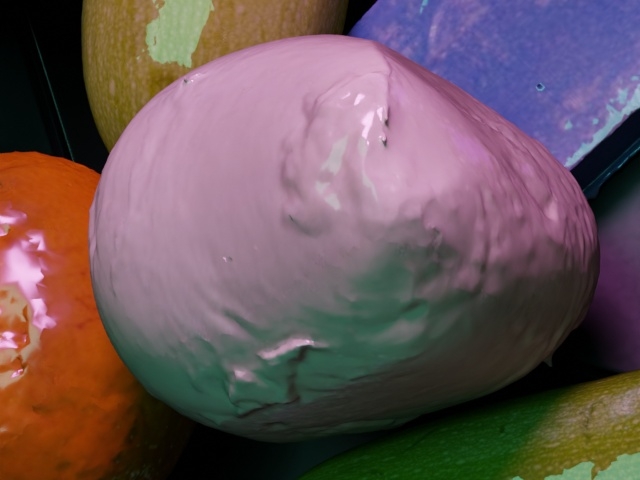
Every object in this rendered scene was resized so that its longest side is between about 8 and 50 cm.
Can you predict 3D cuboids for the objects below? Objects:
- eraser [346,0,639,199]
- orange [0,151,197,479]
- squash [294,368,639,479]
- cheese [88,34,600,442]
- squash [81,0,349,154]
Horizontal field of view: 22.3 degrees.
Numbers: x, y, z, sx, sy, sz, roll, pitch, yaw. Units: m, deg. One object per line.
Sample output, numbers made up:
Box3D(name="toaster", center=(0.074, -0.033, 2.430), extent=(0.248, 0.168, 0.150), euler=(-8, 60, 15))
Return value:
Box3D(name="eraser", center=(0.157, -0.147, 0.745), extent=(0.312, 0.042, 0.144), euler=(-43, 60, 8))
Box3D(name="orange", center=(-0.141, 0.056, 0.765), extent=(0.193, 0.161, 0.193), euler=(-12, 67, 31))
Box3D(name="squash", center=(0.120, 0.101, 0.653), extent=(0.378, 0.101, 0.101), euler=(-16, 67, 17))
Box3D(name="cheese", center=(0.000, 0.000, 0.651), extent=(0.189, 0.198, 0.154), euler=(-25, 68, 25))
Box3D(name="squash", center=(-0.045, -0.132, 0.783), extent=(0.132, 0.132, 0.247), euler=(-2, 70, 26))
